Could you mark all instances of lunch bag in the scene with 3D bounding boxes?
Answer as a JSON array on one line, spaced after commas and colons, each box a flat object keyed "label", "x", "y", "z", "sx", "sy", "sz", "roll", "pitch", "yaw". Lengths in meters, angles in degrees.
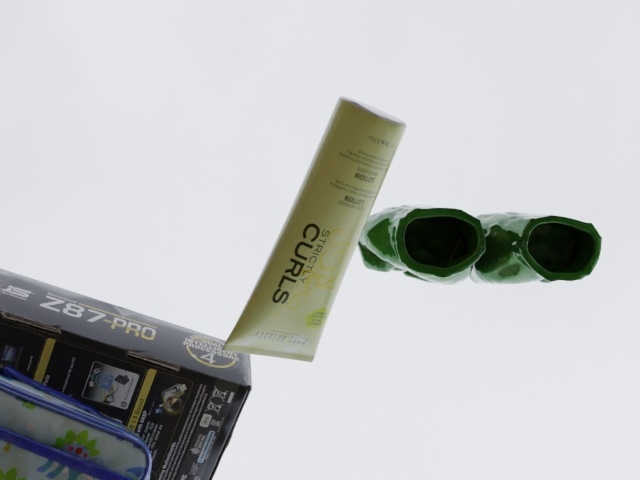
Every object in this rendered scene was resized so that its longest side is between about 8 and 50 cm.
[{"label": "lunch bag", "x": -0.268, "y": 0.213, "z": 0.618, "sx": 0.219, "sy": 0.090, "sz": 0.176, "roll": 27, "pitch": -105, "yaw": -9}]

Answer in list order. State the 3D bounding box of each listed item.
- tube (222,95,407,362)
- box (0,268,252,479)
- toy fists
[{"label": "tube", "x": 0.000, "y": 0.000, "z": 0.605, "sx": 0.070, "sy": 0.062, "sz": 0.240, "roll": 27, "pitch": -74, "yaw": 9}, {"label": "box", "x": -0.287, "y": 0.252, "z": 0.756, "sx": 0.318, "sy": 0.097, "sz": 0.395, "roll": 19, "pitch": -73, "yaw": -13}, {"label": "toy fists", "x": 0.180, "y": 0.008, "z": 0.839, "sx": 0.279, "sy": 0.142, "sz": 0.096, "roll": 2, "pitch": -85, "yaw": -15}]
